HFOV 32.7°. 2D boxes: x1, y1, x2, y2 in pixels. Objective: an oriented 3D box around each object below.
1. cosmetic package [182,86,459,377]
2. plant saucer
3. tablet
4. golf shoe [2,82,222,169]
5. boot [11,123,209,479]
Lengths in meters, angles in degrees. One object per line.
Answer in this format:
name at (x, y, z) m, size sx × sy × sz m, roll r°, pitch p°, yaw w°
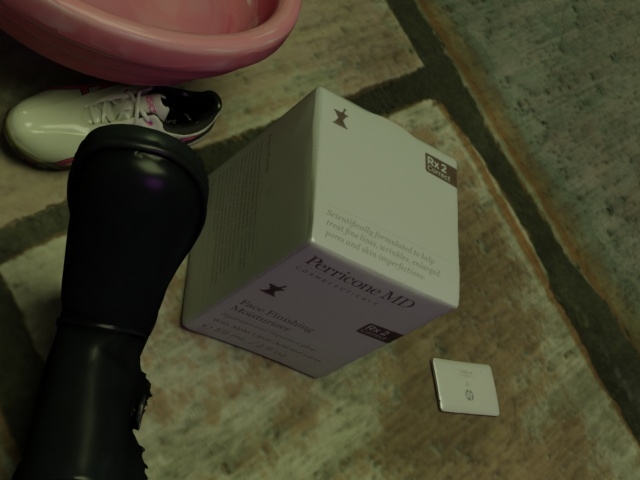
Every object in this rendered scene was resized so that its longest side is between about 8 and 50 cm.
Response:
cosmetic package at (0.000, 0.000, 0.914) m, size 0.151 × 0.183 × 0.151 m, roll 24°, pitch 53°, yaw -29°
plant saucer at (-0.179, -0.243, 0.916) m, size 0.332 × 0.084 × 0.332 m, roll 21°, pitch 38°, yaw -18°
tablet at (0.145, 0.146, 1.087) m, size 0.083 × 0.006 × 0.054 m, roll 11°, pitch 60°, yaw -36°
golf shoe at (-0.168, -0.105, 0.897) m, size 0.186 × 0.086 × 0.068 m, roll -10°, pitch 76°, yaw -42°
boot at (-0.139, 0.072, 0.719) m, size 0.094 × 0.246 × 0.207 m, roll 11°, pitch 55°, yaw -11°
